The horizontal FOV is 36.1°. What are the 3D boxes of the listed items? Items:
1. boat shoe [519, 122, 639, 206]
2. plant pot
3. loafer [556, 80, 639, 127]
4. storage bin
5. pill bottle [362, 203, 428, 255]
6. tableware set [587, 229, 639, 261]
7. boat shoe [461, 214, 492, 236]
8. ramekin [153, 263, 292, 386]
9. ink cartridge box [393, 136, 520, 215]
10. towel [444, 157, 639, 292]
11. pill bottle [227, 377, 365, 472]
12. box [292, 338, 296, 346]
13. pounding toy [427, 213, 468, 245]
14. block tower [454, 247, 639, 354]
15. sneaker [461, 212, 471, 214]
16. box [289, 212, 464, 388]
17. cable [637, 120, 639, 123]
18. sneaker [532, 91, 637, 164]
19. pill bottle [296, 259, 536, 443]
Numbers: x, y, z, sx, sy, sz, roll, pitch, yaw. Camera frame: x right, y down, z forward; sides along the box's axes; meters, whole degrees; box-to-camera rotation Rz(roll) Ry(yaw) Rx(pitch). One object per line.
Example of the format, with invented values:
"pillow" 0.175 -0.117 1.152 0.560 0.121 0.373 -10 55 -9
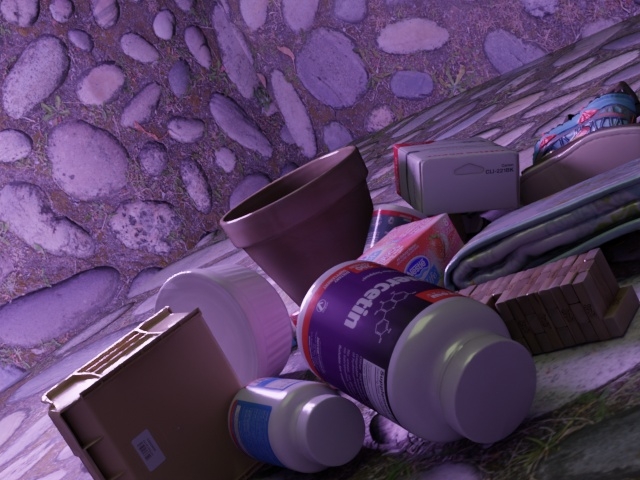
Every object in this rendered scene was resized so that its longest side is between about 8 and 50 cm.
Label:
"boat shoe" 0.510 -0.149 1.832 0.324 0.117 0.097 -26 13 47
"plant pot" 0.000 0.000 2.027 0.323 0.280 0.323 -29 10 6
"loafer" 0.574 -0.254 2.122 0.096 0.084 0.267 -20 -7 -45
"storage bin" -0.234 0.274 1.445 0.260 0.262 0.123 -36 15 -32
"pill bottle" 0.131 0.033 1.810 0.108 0.108 0.180 -9 65 62
"tableware set" 0.444 0.007 1.522 0.154 0.024 0.104 -26 11 20
"boat shoe" 0.310 -0.029 1.995 0.125 0.038 0.046 166 120 -71
"ramekin" -0.171 0.168 1.801 0.272 0.273 0.127 -20 3 42
"ink cartridge box" 0.268 -0.133 1.978 0.196 0.114 0.273 -5 12 -5
"towel" 0.398 -0.030 1.549 0.374 0.090 0.320 -24 0 26
"pill bottle" -0.033 0.257 1.366 0.124 0.124 0.221 -35 12 -26
"box" -0.125 0.194 2.053 0.100 0.060 0.244 -31 11 -6
"pounding toy" 0.206 -0.011 1.992 0.181 0.094 0.206 -4 18 41
"block tower" 0.261 0.106 1.364 0.335 0.097 0.091 -19 16 40
"sneaker" 0.262 -0.087 2.229 0.153 0.094 0.235 -23 20 -11
"box" 0.115 0.098 1.626 0.300 0.154 0.142 -39 14 -37
"cable" 0.665 -0.219 1.944 0.150 0.047 0.184 -19 12 25
"sneaker" 0.517 -0.179 1.948 0.262 0.104 0.125 -47 35 46
"pill bottle" 0.118 0.141 1.249 0.181 0.182 0.323 -34 26 -22
